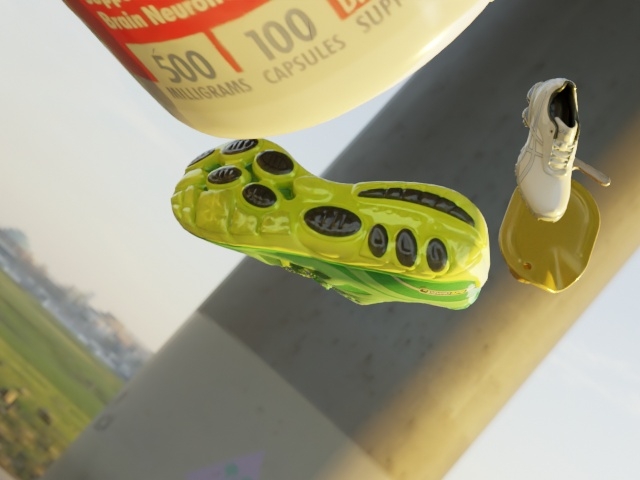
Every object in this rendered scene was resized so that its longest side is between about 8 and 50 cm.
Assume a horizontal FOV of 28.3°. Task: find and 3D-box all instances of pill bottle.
[{"bbox_3d":[-0.092,-0.250,0.527,0.229,0.229,0.408,30,-14,50],"label":"pill bottle"}]

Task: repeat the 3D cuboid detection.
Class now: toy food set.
[{"bbox_3d":[0.313,-0.018,1.749,0.128,0.218,0.071,24,-28,2],"label":"toy food set"}]

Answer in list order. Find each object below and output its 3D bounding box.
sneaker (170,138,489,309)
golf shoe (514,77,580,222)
[{"bbox_3d":[0.000,0.000,1.051,0.295,0.109,0.123,17,-31,27],"label":"sneaker"},{"bbox_3d":[0.280,-0.112,1.534,0.069,0.176,0.086,1,-7,-12],"label":"golf shoe"}]
